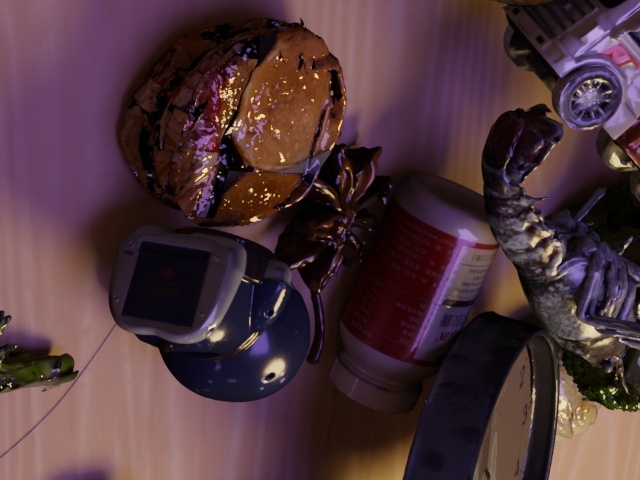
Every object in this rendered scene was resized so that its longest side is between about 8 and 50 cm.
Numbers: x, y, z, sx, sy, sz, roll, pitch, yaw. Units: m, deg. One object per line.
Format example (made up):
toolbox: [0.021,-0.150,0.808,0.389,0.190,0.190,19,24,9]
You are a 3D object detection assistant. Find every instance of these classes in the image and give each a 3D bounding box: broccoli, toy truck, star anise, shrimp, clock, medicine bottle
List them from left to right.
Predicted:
broccoli: [-0.301,0.119,1.534,0.204,0.118,0.122,15,78,-63]
clock: [-0.106,0.070,1.607,0.243,0.199,0.147,46,51,-62]
star anise: [0.001,0.003,1.721,0.177,0.073,0.234,35,74,-59]
medicine bottle: [0.103,0.059,1.825,0.131,0.131,0.250,4,114,-44]
clock: [0.186,0.273,1.887,0.386,0.076,0.386,12,90,-69]
shrimp: [0.275,0.016,1.766,0.166,0.221,0.410,-42,129,8]
broccoli: [0.418,0.057,1.996,0.303,0.321,0.283,-19,166,-24]
toy truck: [0.372,-0.147,1.713,0.207,0.173,0.387,-41,124,10]

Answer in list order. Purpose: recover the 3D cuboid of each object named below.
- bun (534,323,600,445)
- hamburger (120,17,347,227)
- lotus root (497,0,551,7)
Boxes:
bun: [0.300,0.193,2.120,0.164,0.111,0.188,-42,135,-14]
hamburger: [-0.075,-0.115,1.557,0.231,0.107,0.231,-25,131,-33]
lotus root: [0.204,-0.384,1.528,0.250,0.250,0.346,-16,132,-34]
